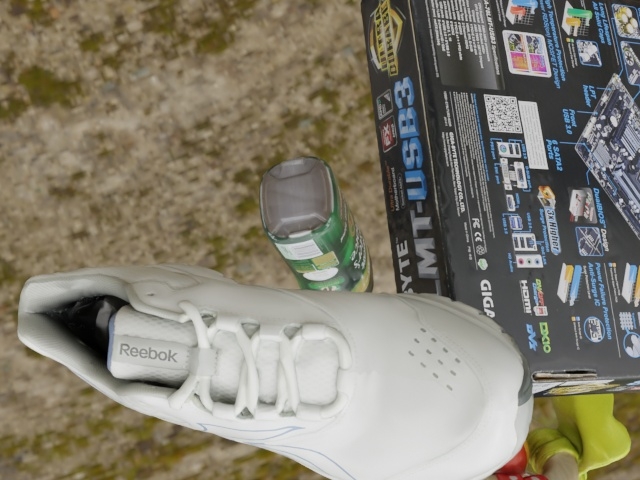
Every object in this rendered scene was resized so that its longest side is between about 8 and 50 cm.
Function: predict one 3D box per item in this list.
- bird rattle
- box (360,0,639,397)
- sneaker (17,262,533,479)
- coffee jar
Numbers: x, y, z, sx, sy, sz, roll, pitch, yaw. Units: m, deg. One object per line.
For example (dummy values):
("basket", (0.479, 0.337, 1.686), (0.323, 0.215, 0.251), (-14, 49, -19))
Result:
("bird rattle", (0.195, 0.240, 1.215), (0.253, 0.207, 0.143), (-43, 146, -49))
("box", (0.184, -0.040, 0.852), (0.293, 0.295, 0.073), (1, 163, -29))
("sneaker", (-0.035, 0.070, 0.625), (0.297, 0.111, 0.129), (5, 176, 33))
("coffee jar", (0.000, 0.000, 1.219), (0.079, 0.096, 0.184), (-12, 150, 10))
